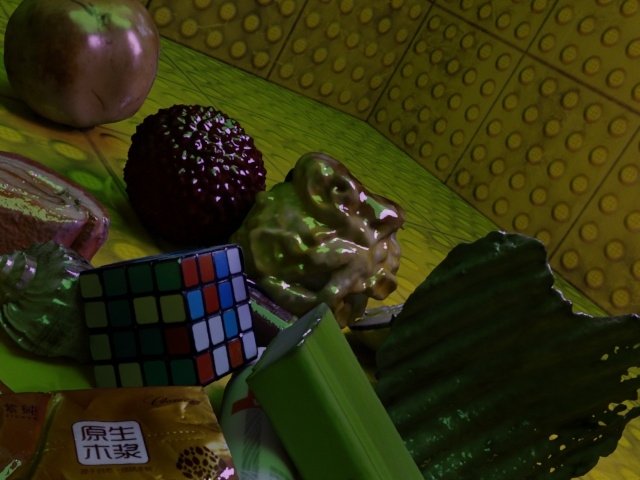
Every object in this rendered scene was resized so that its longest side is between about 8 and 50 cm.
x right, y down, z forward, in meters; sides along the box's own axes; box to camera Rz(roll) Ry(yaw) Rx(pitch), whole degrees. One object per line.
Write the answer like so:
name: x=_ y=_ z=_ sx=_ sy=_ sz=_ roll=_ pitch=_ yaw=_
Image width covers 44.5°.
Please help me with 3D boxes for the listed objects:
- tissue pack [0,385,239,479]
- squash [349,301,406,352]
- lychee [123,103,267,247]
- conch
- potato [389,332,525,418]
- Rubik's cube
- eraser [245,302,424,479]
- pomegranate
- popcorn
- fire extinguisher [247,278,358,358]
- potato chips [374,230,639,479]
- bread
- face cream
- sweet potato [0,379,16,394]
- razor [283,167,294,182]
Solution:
tissue pack: x=-0.201 y=0.218 z=0.720 sx=0.226 sy=0.092 sz=0.183 roll=5 pitch=23 yaw=-25
squash: x=0.203 y=0.144 z=1.478 sx=0.308 sy=0.210 sz=0.233 roll=24 pitch=-17 yaw=-29
lychee: x=-0.229 y=-0.110 z=1.446 sx=0.264 sy=0.300 sz=0.264 roll=-1 pitch=45 yaw=1
conch: x=-0.332 y=0.087 z=0.989 sx=0.207 sy=0.130 sz=0.155 roll=45 pitch=42 yaw=-33
potato: x=0.252 y=0.249 z=1.259 sx=0.210 sy=0.190 sz=0.264 roll=-8 pitch=11 yaw=-15
Rubik's cube: x=-0.184 y=0.094 z=0.975 sx=0.151 sy=0.154 sz=0.155 roll=-6 pitch=3 yaw=23
eraser: x=0.026 y=0.227 z=0.920 sx=0.274 sy=0.092 sz=0.210 roll=61 pitch=11 yaw=-3
pomegranate: x=-0.506 y=-0.394 z=1.680 sx=0.332 sy=0.333 sz=0.332 roll=27 pitch=17 yaw=-9
popcorn: x=-0.001 y=0.018 z=1.377 sx=0.312 sy=0.312 sz=0.312 roll=27 pitch=17 yaw=-9
fire extinguisher: x=-0.109 y=0.128 z=1.211 sx=0.341 sy=0.105 sz=0.141 roll=32 pitch=-23 yaw=9
potato chips: x=0.258 y=0.211 z=1.090 sx=0.373 sy=0.389 sz=0.097 roll=37 pitch=10 yaw=-1
bread: x=-0.418 y=-0.031 z=1.097 sx=0.244 sy=0.123 sz=0.190 roll=26 pitch=16 yaw=-16
face cream: x=-0.075 y=0.235 z=0.940 sx=0.101 sy=0.102 sz=0.346 roll=26 pitch=19 yaw=-12
sweet potato: x=-0.391 y=0.128 z=0.804 sx=0.264 sy=0.057 sz=0.057 roll=30 pitch=17 yaw=-5
razor: x=0.021 y=-0.070 z=1.956 sx=0.189 sy=0.107 sz=0.327 roll=21 pitch=19 yaw=-31
